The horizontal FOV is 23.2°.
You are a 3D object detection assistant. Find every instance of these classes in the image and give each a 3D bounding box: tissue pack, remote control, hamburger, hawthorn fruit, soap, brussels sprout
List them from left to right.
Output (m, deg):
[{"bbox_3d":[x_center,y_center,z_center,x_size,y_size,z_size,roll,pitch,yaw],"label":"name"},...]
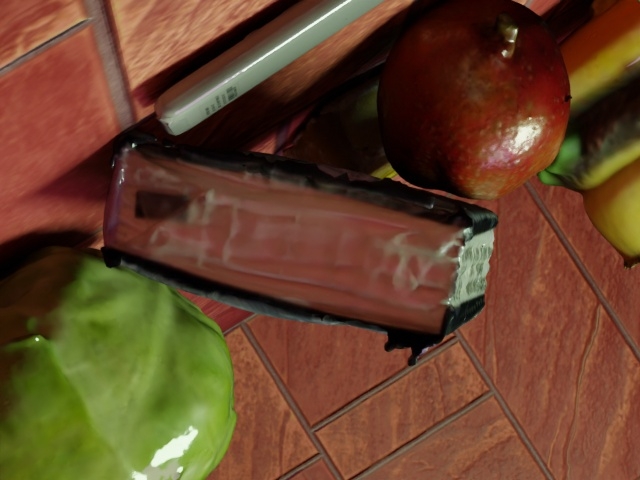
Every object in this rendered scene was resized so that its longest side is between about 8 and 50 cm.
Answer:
[{"bbox_3d":[-0.213,0.134,1.252,0.328,0.247,0.328,-23,-172,3],"label":"brussels sprout"},{"bbox_3d":[0.000,0.000,1.214,0.361,0.259,0.122,-4,107,-79],"label":"tissue pack"},{"bbox_3d":[0.002,-0.151,1.010,0.261,0.029,0.067,-34,175,-3],"label":"remote control"},{"bbox_3d":[0.101,-0.128,1.470,0.258,0.080,0.160,-29,174,-25],"label":"soap"},{"bbox_3d":[0.125,-0.126,1.273,0.169,0.169,0.188,-31,151,-18],"label":"hawthorn fruit"},{"bbox_3d":[0.407,-0.174,1.735,0.396,0.277,0.396,-34,177,-2],"label":"hamburger"}]

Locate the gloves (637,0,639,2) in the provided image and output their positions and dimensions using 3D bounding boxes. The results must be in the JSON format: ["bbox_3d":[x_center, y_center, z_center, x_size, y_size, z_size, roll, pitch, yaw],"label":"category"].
[{"bbox_3d":[0.415,-0.302,1.300,0.356,0.155,0.203,-30,172,15],"label":"gloves"}]
